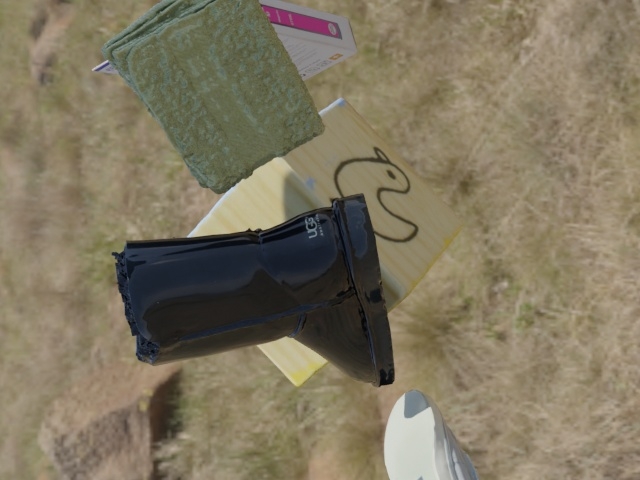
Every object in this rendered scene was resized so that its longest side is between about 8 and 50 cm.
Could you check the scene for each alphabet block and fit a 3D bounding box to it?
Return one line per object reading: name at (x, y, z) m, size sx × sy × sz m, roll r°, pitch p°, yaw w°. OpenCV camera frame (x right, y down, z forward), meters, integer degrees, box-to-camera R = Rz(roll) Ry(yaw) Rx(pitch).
alphabet block at (0.000, 0.000, 1.025) m, size 0.197 × 0.192 × 0.193 m, roll 46°, pitch 127°, yaw 0°

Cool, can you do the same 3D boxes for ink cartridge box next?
ink cartridge box at (-0.124, -0.273, 1.334) m, size 0.176 × 0.371 × 0.069 m, roll -21°, pitch 81°, yaw 36°

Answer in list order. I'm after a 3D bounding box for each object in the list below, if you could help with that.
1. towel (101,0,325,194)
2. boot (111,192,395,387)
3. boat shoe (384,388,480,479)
towel at (-0.069, -0.108, 0.669) m, size 0.110 × 0.148 × 0.027 m, roll -30°, pitch 36°, yaw 6°
boot at (-0.048, 0.062, 0.811) m, size 0.246 × 0.207 × 0.094 m, roll 76°, pitch -177°, yaw -55°
boat shoe at (0.130, 0.261, 1.019) m, size 0.079 × 0.081 × 0.227 m, roll -45°, pitch 34°, yaw 24°
